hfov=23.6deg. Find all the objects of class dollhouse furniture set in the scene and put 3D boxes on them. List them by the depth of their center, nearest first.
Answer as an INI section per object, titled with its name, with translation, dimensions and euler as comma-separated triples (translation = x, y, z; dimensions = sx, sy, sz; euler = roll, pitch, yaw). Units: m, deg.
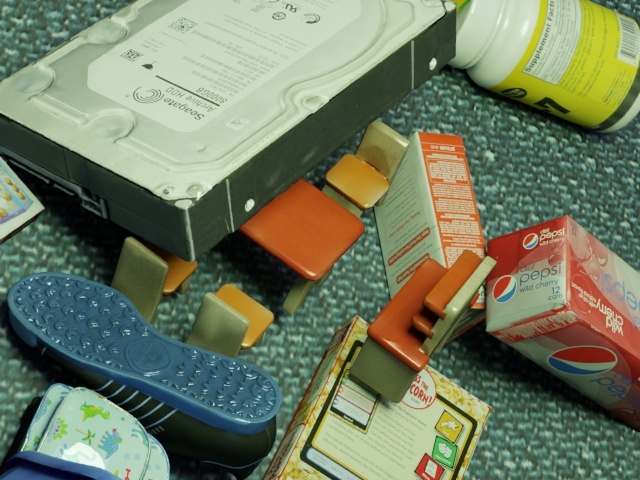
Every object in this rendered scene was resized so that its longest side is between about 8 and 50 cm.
[dollhouse furniture set]
translation = 0.000, 0.000, 1.235
dimensions = 0.259, 0.135, 0.262
euler = 35, 50, 9

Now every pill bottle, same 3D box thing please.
[pill bottle]
translation = 0.216, -0.191, 1.503
dimensions = 0.208, 0.119, 0.119
euler = 19, 58, -20

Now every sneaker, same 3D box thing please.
[sneaker]
translation = -0.141, 0.109, 1.174
dimensions = 0.232, 0.090, 0.081
euler = 27, 44, 12

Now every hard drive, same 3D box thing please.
[hard drive]
translation = -0.078, -0.136, 1.259
dimensions = 0.237, 0.064, 0.339
euler = 27, 50, 31

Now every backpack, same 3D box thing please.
[backpack]
translation = -0.169, 0.170, 1.119
dimensions = 0.114, 0.084, 0.105
euler = 32, 56, -15

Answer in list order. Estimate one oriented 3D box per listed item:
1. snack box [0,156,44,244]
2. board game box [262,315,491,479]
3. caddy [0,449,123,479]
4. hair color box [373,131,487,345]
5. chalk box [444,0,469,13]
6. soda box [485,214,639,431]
[snack box]
translation = -0.297, 0.000, 1.174
dimensions = 0.064, 0.022, 0.178
euler = 48, 53, 2
[board game box]
translation = 0.044, 0.179, 1.258
dimensions = 0.146, 0.045, 0.193
euler = 35, 53, -9
[caddy]
translation = -0.138, 0.256, 0.941
dimensions = 0.179, 0.341, 0.241
euler = -30, 103, -28
[hair color box]
translation = 0.098, -0.001, 1.353
dimensions = 0.053, 0.093, 0.167
euler = 4, 64, -28
[chalk box]
translation = 0.072, -0.309, 1.475
dimensions = 0.132, 0.132, 0.213
euler = 20, 58, -19
[soda box]
translation = 0.251, 0.079, 1.346
dimensions = 0.263, 0.083, 0.092
euler = 33, 51, -41
